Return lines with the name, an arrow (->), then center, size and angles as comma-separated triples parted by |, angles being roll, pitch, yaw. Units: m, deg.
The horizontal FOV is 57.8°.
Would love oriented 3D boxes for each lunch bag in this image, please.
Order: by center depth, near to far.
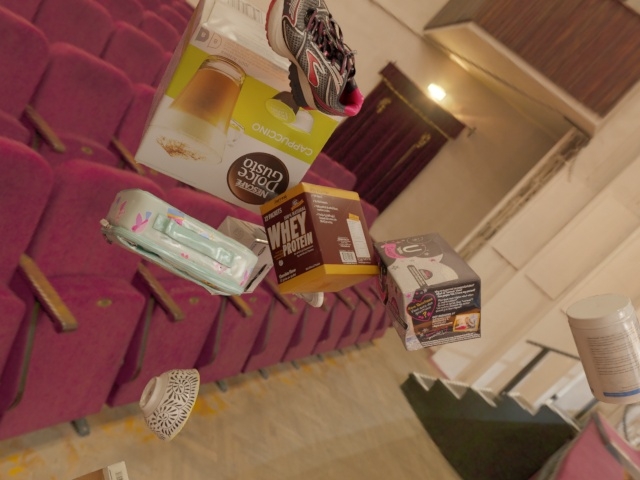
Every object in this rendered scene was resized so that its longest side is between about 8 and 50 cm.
lunch bag -> -0.268, 0.007, 1.086 | 0.279, 0.107, 0.224 | 30, -10, -29

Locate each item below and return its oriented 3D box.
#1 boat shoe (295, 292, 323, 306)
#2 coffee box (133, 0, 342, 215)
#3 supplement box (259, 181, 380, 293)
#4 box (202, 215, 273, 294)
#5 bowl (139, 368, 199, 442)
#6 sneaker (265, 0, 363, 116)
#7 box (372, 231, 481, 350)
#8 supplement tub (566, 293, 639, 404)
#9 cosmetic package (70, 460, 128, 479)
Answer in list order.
boat shoe -> -0.048, 0.114, 1.434 | 0.063, 0.066, 0.184 | 2, 20, -23
coffee box -> -0.179, -0.313, 1.310 | 0.338, 0.334, 0.338 | 24, 30, -23
supplement box -> 0.000, 0.000, 1.227 | 0.191, 0.129, 0.194 | 4, 66, -50
box -> -0.196, 0.043, 1.433 | 0.087, 0.169, 0.290 | 39, 3, 11
bowl -> -0.348, 0.352, 1.288 | 0.080, 0.170, 0.170 | 31, 14, -25
sneaker -> 0.001, -0.319, 0.952 | 0.112, 0.120, 0.299 | 23, -15, 23
box -> 0.215, 0.097, 1.221 | 0.247, 0.163, 0.142 | -112, -166, -67
supplement tub -> 0.327, 0.121, 0.652 | 0.071, 0.071, 0.107 | -71, 141, -79
cosmetic package -> -0.424, 0.472, 1.117 | 0.041, 0.115, 0.060 | 8, 57, -60
